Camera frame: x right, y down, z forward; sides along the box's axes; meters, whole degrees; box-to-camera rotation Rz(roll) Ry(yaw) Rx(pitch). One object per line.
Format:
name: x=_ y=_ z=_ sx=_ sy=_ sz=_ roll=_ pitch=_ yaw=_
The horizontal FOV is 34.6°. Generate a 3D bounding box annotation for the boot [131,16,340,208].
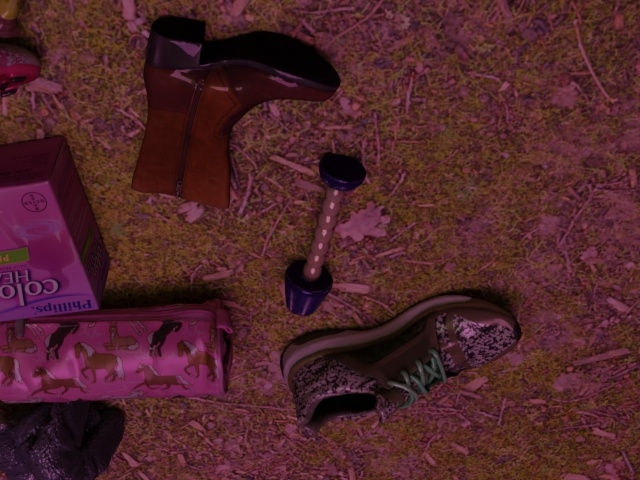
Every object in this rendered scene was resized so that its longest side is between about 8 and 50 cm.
boot: x=-0.123 y=-0.147 z=1.415 sx=0.264 sy=0.096 sz=0.280 roll=7 pitch=129 yaw=-7

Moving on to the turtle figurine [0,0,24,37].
turtle figurine: x=-0.363 y=-0.353 z=1.252 sx=0.269 sy=0.087 sz=0.217 roll=26 pitch=124 yaw=-20

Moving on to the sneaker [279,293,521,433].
sneaker: x=0.131 y=0.224 z=1.660 sx=0.410 sy=0.182 sz=0.158 roll=-18 pitch=127 yaw=14

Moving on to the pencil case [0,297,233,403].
pencil case: x=-0.327 y=0.176 z=1.638 sx=0.386 sy=0.160 sz=0.167 roll=-1 pitch=168 yaw=0

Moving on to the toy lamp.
toy lamp: x=0.000 y=0.000 z=1.549 sx=0.080 sy=0.080 sz=0.274 roll=11 pitch=125 yaw=-9

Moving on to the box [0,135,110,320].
box: x=-0.452 y=-0.010 z=1.509 sx=0.214 sy=0.117 sz=0.243 roll=-7 pitch=129 yaw=5

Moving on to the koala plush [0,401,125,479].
koala plush: x=-0.491 y=0.345 z=1.766 sx=0.221 sy=0.203 sz=0.196 roll=-9 pitch=129 yaw=22

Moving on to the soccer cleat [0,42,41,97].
soccer cleat: x=-0.529 y=-0.247 z=1.307 sx=0.331 sy=0.143 sz=0.116 roll=-9 pitch=176 yaw=-24
